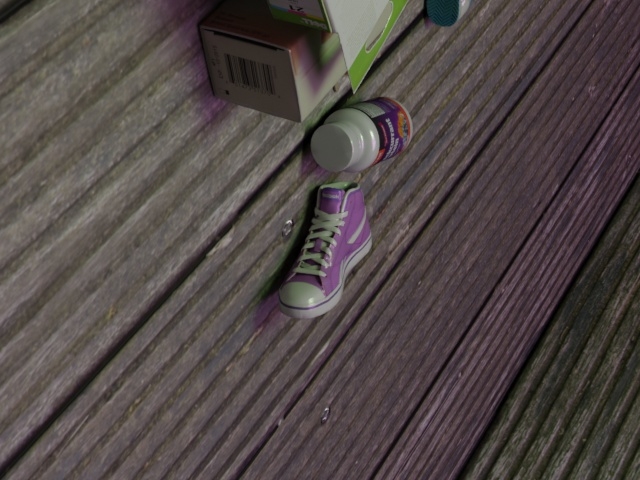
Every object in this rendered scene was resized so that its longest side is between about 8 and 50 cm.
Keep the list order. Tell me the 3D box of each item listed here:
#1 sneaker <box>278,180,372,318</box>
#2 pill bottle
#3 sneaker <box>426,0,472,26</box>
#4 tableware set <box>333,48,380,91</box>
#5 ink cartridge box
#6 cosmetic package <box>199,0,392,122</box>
[{"bbox_3d":[-0.001,0.000,1.906,0.282,0.102,0.161,-57,149,-49],"label":"sneaker"},{"bbox_3d":[0.066,-0.173,1.901,0.193,0.108,0.108,-28,130,-55],"label":"pill bottle"},{"bbox_3d":[0.248,-0.511,2.082,0.092,0.087,0.228,-44,151,-54],"label":"sneaker"},{"bbox_3d":[0.046,-0.339,1.833,0.128,0.039,0.194,-60,152,-23],"label":"tableware set"},{"bbox_3d":[0.020,-0.338,1.448,0.188,0.097,0.255,-61,155,-22],"label":"ink cartridge box"},{"bbox_3d":[-0.019,-0.315,1.598,0.296,0.153,0.129,-53,149,-36],"label":"cosmetic package"}]
